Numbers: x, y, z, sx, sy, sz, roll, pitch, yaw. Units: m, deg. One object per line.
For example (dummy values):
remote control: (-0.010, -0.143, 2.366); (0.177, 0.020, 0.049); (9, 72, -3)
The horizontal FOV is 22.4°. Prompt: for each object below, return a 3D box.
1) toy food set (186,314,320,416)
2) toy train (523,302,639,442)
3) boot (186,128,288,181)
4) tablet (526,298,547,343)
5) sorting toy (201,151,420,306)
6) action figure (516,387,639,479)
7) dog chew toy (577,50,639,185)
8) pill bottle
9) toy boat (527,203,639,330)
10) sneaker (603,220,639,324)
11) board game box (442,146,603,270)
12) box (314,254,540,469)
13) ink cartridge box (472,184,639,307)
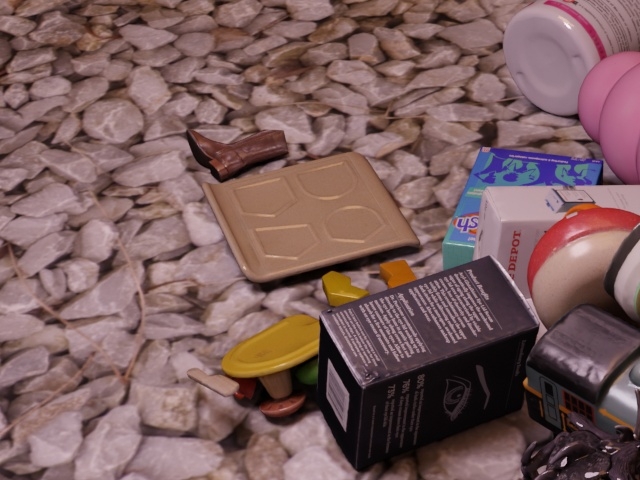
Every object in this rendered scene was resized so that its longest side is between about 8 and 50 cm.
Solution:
toy food set: (-0.035, 0.142, 1.780); (0.218, 0.071, 0.128); (-26, 18, -28)
toy train: (0.334, 0.196, 1.540); (0.142, 0.190, 0.334); (-38, 47, -23)
boot: (-0.110, -0.132, 2.164); (0.114, 0.037, 0.106); (-26, 55, -21)
tablet: (0.253, 0.103, 1.786); (0.054, 0.083, 0.006); (-8, -1, -4)
sorting toy: (0.000, 0.000, 1.983); (0.229, 0.041, 0.307); (-11, 37, -15)
action figure: (0.222, 0.264, 1.473); (0.275, 0.141, 0.164); (-43, 30, 7)
dog chew toy: (0.437, -0.132, 1.973); (0.206, 0.207, 0.332); (-21, 34, -20)
pill bottle: (0.398, -0.300, 2.222); (0.160, 0.160, 0.283); (28, 49, 36)
toy boat: (0.293, 0.027, 1.692); (0.151, 0.231, 0.151); (-24, 59, 12)
sneaker: (0.461, 0.113, 1.575); (0.410, 0.158, 0.182); (19, 29, -30)
board game box: (0.250, -0.032, 1.981); (0.160, 0.047, 0.210); (7, 39, 16)
box: (0.109, 0.127, 1.689); (0.207, 0.153, 0.108); (-18, 52, -18)
ink cartridge box: (0.275, 0.015, 1.814); (0.190, 0.140, 0.082); (-2, 32, -10)
